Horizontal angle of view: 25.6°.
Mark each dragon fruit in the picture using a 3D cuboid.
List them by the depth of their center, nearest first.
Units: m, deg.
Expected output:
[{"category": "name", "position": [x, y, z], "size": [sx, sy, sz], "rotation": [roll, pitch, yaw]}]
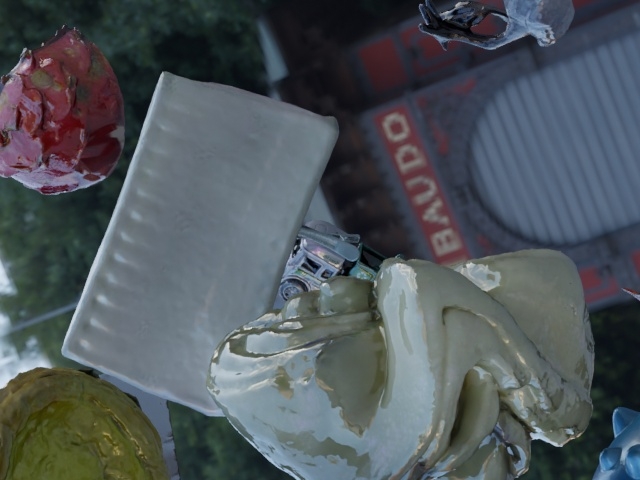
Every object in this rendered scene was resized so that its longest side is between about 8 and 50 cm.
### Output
[{"category": "dragon fruit", "position": [-0.373, -0.170, 2.023], "size": [0.163, 0.189, 0.261], "rotation": [-62, -11, -66]}]

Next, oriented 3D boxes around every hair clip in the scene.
[{"category": "hair clip", "position": [0.000, -0.001, 1.808], "size": [0.115, 0.030, 0.039], "rotation": [14, -165, -22]}]

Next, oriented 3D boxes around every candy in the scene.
[{"category": "candy", "position": [-0.135, 0.000, 1.578], "size": [0.145, 0.208, 0.358], "rotation": [-165, 94, -84]}]

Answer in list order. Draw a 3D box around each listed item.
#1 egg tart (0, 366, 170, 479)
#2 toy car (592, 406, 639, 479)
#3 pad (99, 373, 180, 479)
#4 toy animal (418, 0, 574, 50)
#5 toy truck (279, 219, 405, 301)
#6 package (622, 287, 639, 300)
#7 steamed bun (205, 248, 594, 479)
[{"category": "egg tart", "position": [-0.346, 0.331, 1.845], "size": [0.345, 0.132, 0.345], "rotation": [19, -116, -47]}, {"category": "toy car", "position": [0.365, 0.257, 1.440], "size": [0.255, 0.189, 0.190], "rotation": [-49, -58, -36]}, {"category": "pad", "position": [-0.298, 0.315, 2.082], "size": [0.004, 0.181, 0.267], "rotation": [50, -157, -58]}, {"category": "toy animal", "position": [0.260, -0.308, 1.735], "size": [0.195, 0.324, 0.090], "rotation": [7, -113, -27]}, {"category": "toy truck", "position": [0.050, 0.057, 1.961], "size": [0.216, 0.116, 0.110], "rotation": [31, -149, -11]}, {"category": "package", "position": [0.473, 0.106, 1.749], "size": [0.200, 0.022, 0.083], "rotation": [26, 176, -14]}, {"category": "steamed bun", "position": [0.098, 0.155, 1.364], "size": [0.352, 0.339, 0.247], "rotation": [8, -116, -45]}]
